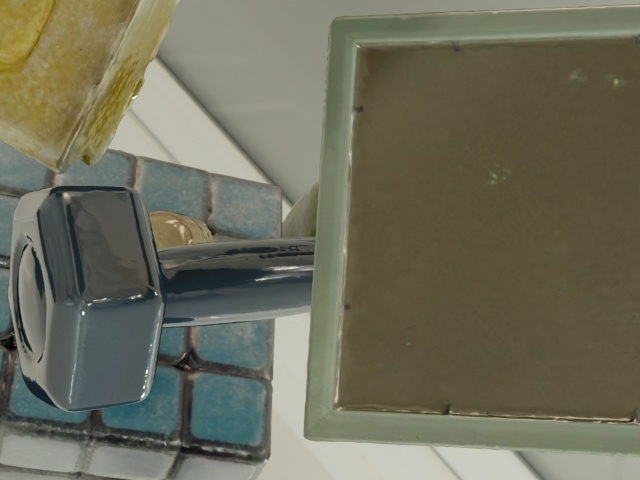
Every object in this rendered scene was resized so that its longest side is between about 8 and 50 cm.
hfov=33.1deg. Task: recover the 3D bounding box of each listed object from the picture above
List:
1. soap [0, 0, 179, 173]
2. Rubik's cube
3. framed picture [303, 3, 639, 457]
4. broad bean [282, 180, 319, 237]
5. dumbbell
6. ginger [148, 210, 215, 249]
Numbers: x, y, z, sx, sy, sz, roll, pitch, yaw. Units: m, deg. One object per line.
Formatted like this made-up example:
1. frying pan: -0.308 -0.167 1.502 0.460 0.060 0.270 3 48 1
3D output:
1. soap: -0.244 -0.185 0.745 0.173 0.274 0.089 -60 174 13
2. Rubik's cube: -0.245 0.128 1.153 0.345 0.337 0.343 9 144 -15
3. framed picture: 0.142 -0.009 0.533 0.019 0.296 0.232 49 44 -71
4. broad bean: 0.000 0.000 1.271 0.082 0.124 0.174 15 126 -28
5. dumbbell: -0.049 0.027 0.751 0.316 0.156 0.143 -5 152 -29
6. ginger: -0.144 0.011 0.920 0.095 0.068 0.190 -16 -175 -36
